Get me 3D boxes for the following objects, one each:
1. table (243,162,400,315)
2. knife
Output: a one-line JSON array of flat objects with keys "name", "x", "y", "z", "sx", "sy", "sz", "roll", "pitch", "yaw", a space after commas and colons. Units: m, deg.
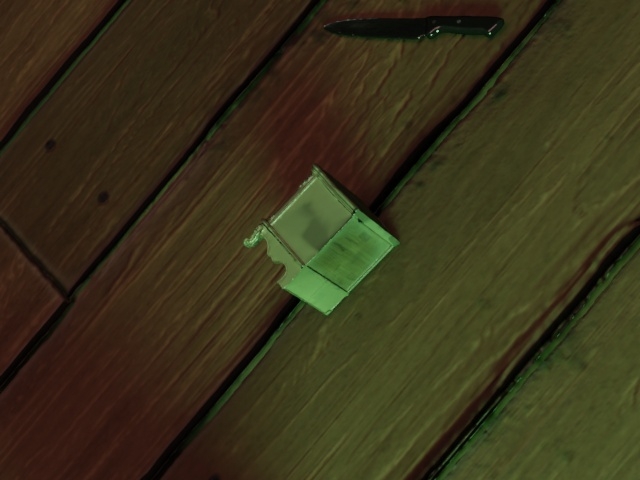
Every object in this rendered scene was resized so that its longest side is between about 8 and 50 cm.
[{"name": "table", "x": 0.000, "y": 0.000, "z": 1.109, "sx": 0.083, "sy": 0.079, "sz": 0.062, "roll": -47, "pitch": 55, "yaw": 6}, {"name": "knife", "x": 0.073, "y": -0.175, "z": 1.190, "sx": 0.170, "sy": 0.010, "sz": 0.023, "roll": 6, "pitch": 66, "yaw": 34}]
